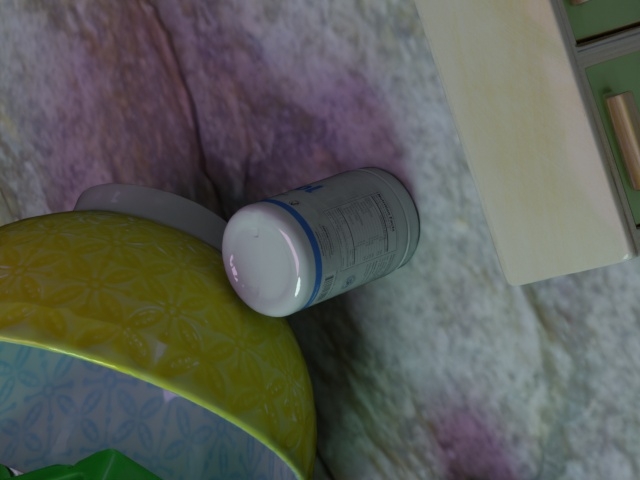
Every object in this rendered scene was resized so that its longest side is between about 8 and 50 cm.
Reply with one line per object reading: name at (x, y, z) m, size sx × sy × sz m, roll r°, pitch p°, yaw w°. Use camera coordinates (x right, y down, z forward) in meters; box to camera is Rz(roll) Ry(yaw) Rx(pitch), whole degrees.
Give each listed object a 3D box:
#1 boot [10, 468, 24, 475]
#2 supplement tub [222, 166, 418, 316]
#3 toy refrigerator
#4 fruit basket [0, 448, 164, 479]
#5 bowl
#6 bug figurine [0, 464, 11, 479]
boot at (-0.238, 0.120, 1.436) m, size 0.258 × 0.095 × 0.123 m, roll 58°, pitch 141°, yaw 23°
supplement tub at (0.000, 0.000, 1.140) m, size 0.071 × 0.107 × 0.071 m, roll 17°, pitch 116°, yaw 38°
toy refrigerator at (0.119, -0.123, 0.986) m, size 0.094 × 0.102 × 0.269 m, roll -15°, pitch 93°, yaw 45°
fruit basket at (-0.118, 0.363, 1.197) m, size 0.283 × 0.392 × 0.392 m, roll -19°, pitch 91°, yaw 30°
bowl at (-0.125, 0.057, 1.223) m, size 0.289 × 0.289 × 0.156 m, roll -9°, pitch 56°, yaw 45°
bug figurine at (-0.226, 0.288, 1.487) m, size 0.279 × 0.072 × 0.216 m, roll 13°, pitch 108°, yaw 45°
